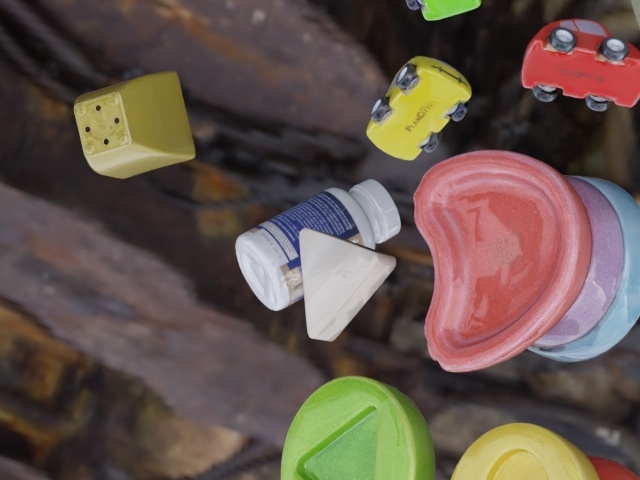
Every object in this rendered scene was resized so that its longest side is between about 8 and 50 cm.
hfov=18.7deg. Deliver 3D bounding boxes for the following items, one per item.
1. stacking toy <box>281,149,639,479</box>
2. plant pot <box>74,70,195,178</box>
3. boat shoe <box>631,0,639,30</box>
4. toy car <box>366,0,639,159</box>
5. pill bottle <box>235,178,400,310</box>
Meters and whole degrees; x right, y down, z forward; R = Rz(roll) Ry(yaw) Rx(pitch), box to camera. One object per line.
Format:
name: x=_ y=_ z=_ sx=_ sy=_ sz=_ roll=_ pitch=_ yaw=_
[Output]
stacking toy: x=0.116 y=0.104 z=1.373 sx=0.279 sy=0.309 sz=0.130 roll=-8 pitch=165 yaw=44
plant pot: x=-0.171 y=-0.101 z=1.696 sx=0.081 sy=0.081 sz=0.083 roll=-15 pitch=177 yaw=25
boat shoe: x=0.329 y=-0.217 z=1.616 sx=0.103 sy=0.302 sz=0.113 roll=-23 pitch=120 yaw=26
toy car: x=0.116 y=-0.177 z=1.525 sx=0.239 sy=0.053 sz=0.225 roll=-14 pitch=128 yaw=24
pill bottle: x=0.000 y=0.000 z=1.512 sx=0.067 sy=0.120 sz=0.067 roll=50 pitch=157 yaw=30
